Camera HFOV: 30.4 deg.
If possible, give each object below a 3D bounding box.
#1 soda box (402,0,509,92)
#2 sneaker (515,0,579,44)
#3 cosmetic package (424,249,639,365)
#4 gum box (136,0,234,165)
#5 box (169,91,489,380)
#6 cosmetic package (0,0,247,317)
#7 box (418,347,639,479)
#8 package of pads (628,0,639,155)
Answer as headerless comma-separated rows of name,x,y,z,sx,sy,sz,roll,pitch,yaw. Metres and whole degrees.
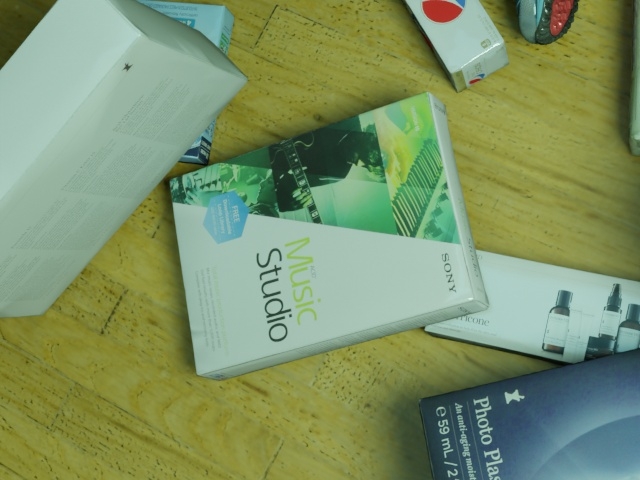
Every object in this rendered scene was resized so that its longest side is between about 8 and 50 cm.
soda box,0.125,-0.275,1.308,0.069,0.074,0.216,-31,74,6
sneaker,0.210,-0.329,1.301,0.125,0.104,0.262,-13,71,29
cosmetic package,0.236,0.075,1.219,0.239,0.060,0.099,11,81,15
gum box,-0.194,-0.188,1.384,0.157,0.041,0.184,7,82,15
box,0.000,0.000,1.259,0.322,0.058,0.232,-17,72,19
cosmetic package,-0.272,-0.077,1.222,0.097,0.284,0.377,45,100,10
box,0.268,0.270,1.074,0.294,0.183,0.296,-15,59,9
package of pads,0.468,-0.204,1.199,0.296,0.101,0.229,2,81,13
